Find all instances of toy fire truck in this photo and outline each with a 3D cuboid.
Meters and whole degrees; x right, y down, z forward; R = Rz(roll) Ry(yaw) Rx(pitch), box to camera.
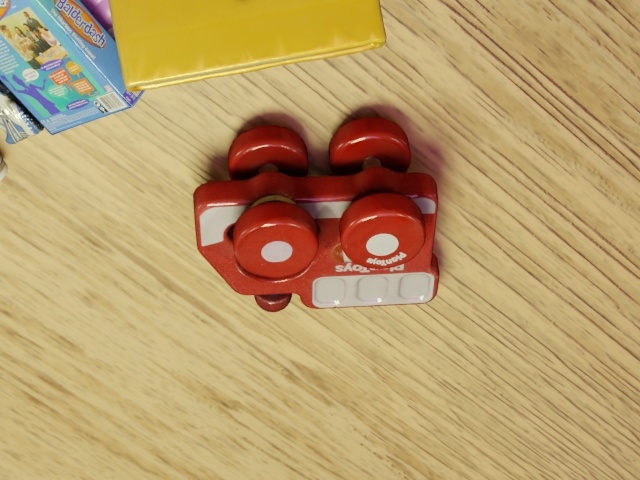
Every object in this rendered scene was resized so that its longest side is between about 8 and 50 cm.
[{"bbox_3d":[0.000,0.000,1.784,0.302,0.169,0.253,-4,137,-4],"label":"toy fire truck"}]

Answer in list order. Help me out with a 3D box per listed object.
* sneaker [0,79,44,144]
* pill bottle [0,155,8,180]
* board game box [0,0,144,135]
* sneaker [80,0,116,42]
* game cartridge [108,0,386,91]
[{"bbox_3d":[-0.386,-0.162,1.698,0.058,0.052,0.135,-33,117,16],"label":"sneaker"},{"bbox_3d":[-0.427,-0.112,1.709,0.067,0.067,0.120,-29,118,9],"label":"pill bottle"},{"bbox_3d":[-0.313,-0.221,1.629,0.160,0.047,0.210,-11,129,44],"label":"board game box"},{"bbox_3d":[-0.172,-0.306,1.620,0.282,0.102,0.161,-38,113,13],"label":"sneaker"},{"bbox_3d":[-0.097,-0.340,1.557,0.285,0.052,0.323,-10,87,-2],"label":"game cartridge"}]
